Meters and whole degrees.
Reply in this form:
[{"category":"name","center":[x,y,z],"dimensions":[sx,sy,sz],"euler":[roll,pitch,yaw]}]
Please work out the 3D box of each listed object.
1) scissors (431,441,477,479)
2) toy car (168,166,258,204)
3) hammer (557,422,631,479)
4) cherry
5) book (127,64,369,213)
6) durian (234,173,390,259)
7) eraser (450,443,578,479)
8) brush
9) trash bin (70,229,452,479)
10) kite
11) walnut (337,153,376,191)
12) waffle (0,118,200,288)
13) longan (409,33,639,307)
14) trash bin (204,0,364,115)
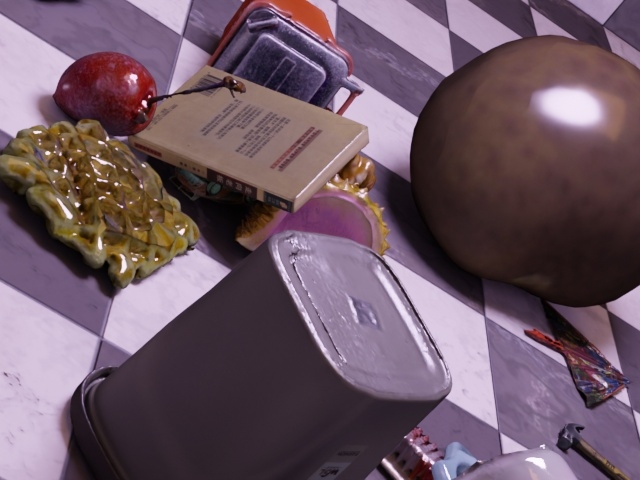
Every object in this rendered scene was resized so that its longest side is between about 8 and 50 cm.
[{"category":"scissors","center":[0.188,0.359,1.481],"dimensions":[0.191,0.029,0.360],"euler":[37,32,-39]},{"category":"toy car","center":[-0.116,-0.064,1.808],"dimensions":[0.122,0.035,0.059],"euler":[13,21,-50]},{"category":"hammer","center":[0.363,0.286,1.902],"dimensions":[0.182,0.017,0.062],"euler":[40,25,-2]},{"category":"cherry","center":[-0.189,-0.158,1.726],"dimensions":[0.225,0.107,0.090],"euler":[6,63,12]},{"category":"book","center":[-0.081,-0.119,1.779],"dimensions":[0.231,0.026,0.161],"euler":[23,47,25]},{"category":"durian","center":[-0.002,0.000,1.804],"dimensions":[0.182,0.165,0.132],"euler":[14,69,4]},{"category":"eraser","center":[0.102,0.298,1.172],"dimensions":[0.331,0.331,0.150],"euler":[11,37,-46]},{"category":"brush","center":[0.042,0.169,1.624],"dimensions":[0.321,0.050,0.060],"euler":[46,29,17]},{"category":"trash bin","center":[-0.043,0.133,1.325],"dimensions":[0.220,0.250,0.219],"euler":[7,46,-50]},{"category":"kite","center":[0.347,0.154,2.110],"dimensions":[0.189,0.009,0.232],"euler":[25,27,-25]},{"category":"walnut","center":[-0.008,-0.084,1.889],"dimensions":[0.143,0.069,0.170],"euler":[29,-18,-2]},{"category":"waffle","center":[-0.227,-0.051,1.615],"dimensions":[0.204,0.054,0.223],"euler":[41,24,6]},{"category":"longan","center":[0.316,-0.097,2.122],"dimensions":[0.404,0.336,0.404],"euler":[9,73,-30]},{"category":"trash bin","center":[-0.049,-0.241,2.065],"dimensions":[0.184,0.161,0.239],"euler":[32,22,-15]}]
